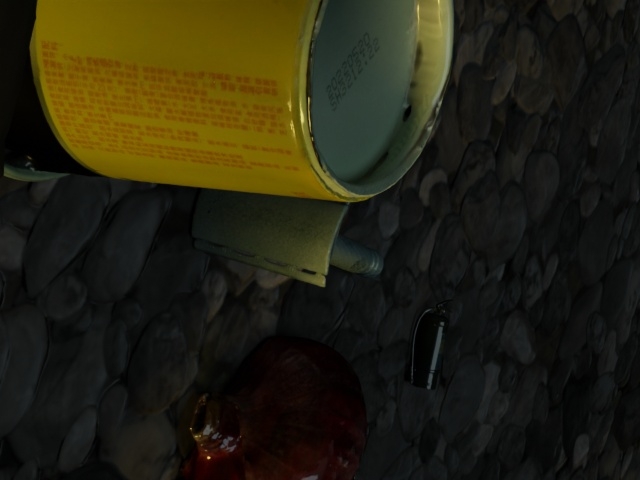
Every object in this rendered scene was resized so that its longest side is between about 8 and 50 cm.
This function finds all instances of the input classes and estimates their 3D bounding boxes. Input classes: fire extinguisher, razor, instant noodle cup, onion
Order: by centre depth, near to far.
[{"bbox_3d":[-0.063,-0.117,0.755,0.215,0.236,0.215,-29,125,-52],"label":"instant noodle cup"},{"bbox_3d":[-0.028,0.164,1.050,0.206,0.098,0.151,-62,147,-19],"label":"onion"},{"bbox_3d":[0.000,0.000,1.057,0.232,0.106,0.068,21,85,-69],"label":"razor"},{"bbox_3d":[0.099,0.093,1.283,0.038,0.025,0.083,10,95,-34],"label":"fire extinguisher"}]

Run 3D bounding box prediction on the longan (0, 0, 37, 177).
[{"bbox_3d":[-0.258,-0.082,0.332,0.391,0.391,0.391,-28,125,-49],"label":"longan"}]
